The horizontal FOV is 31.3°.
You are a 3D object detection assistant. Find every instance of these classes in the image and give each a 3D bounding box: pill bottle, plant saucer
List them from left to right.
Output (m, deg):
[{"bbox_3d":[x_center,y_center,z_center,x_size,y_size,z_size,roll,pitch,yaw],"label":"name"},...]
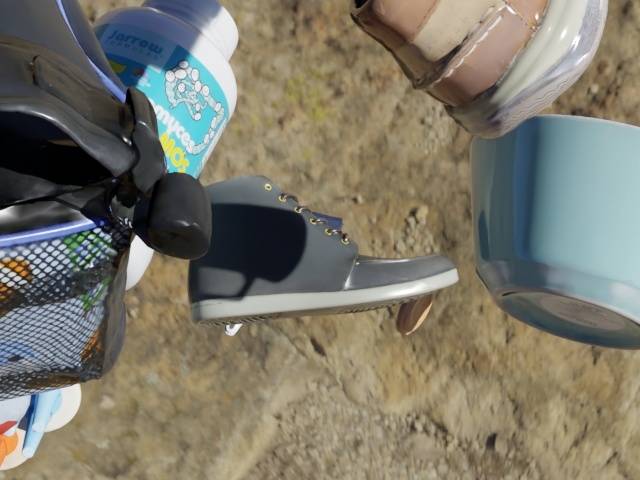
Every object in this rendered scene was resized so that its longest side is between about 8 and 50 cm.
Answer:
[{"bbox_3d":[-0.165,-0.097,0.973,0.146,0.146,0.264,17,60,14],"label":"pill bottle"},{"bbox_3d":[0.127,0.087,1.503,0.013,0.083,0.083,27,72,25],"label":"plant saucer"}]

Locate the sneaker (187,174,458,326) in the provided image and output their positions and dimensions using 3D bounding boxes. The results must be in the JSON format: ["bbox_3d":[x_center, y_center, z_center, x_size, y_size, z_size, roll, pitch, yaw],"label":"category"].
[{"bbox_3d":[0.000,0.000,0.932,0.222,0.083,0.118,-5,81,-9],"label":"sneaker"}]

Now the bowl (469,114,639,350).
[{"bbox_3d":[0.285,0.009,1.194,0.311,0.311,0.163,16,75,13],"label":"bowl"}]

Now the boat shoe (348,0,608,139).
[{"bbox_3d":[0.078,-0.201,0.606,0.116,0.123,0.324,26,44,-21],"label":"boat shoe"}]

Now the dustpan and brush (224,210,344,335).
[{"bbox_3d":[-0.071,0.033,1.415,0.147,0.060,0.211,14,65,15],"label":"dustpan and brush"}]

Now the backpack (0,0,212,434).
[{"bbox_3d":[-0.218,-0.030,0.399,0.263,0.213,0.276,-9,47,-34],"label":"backpack"}]

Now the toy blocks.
[{"bbox_3d":[-0.190,0.108,0.713,0.054,0.148,0.123,32,107,-16],"label":"toy blocks"}]
